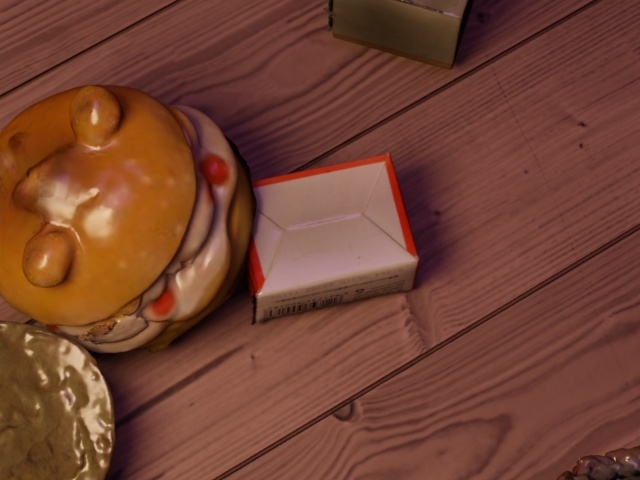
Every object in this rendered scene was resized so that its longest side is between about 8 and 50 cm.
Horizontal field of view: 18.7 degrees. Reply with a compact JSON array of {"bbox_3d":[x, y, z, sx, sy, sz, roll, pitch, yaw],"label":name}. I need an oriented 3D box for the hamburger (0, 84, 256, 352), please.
[{"bbox_3d":[-0.224,-0.029,1.919,0.276,0.237,0.276,-7,74,25],"label":"hamburger"}]

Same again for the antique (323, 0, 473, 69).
[{"bbox_3d":[0.096,-0.286,2.112,0.152,0.148,0.147,17,69,7],"label":"antique"}]

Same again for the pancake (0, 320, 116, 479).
[{"bbox_3d":[-0.300,0.190,1.925,0.241,0.050,0.242,1,95,16],"label":"pancake"}]

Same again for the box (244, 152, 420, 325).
[{"bbox_3d":[0.000,0.000,2.019,0.182,0.099,0.133,-13,67,-8],"label":"box"}]

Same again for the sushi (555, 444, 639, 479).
[{"bbox_3d":[0.317,0.333,1.806,0.236,0.171,0.270,-2,45,-17],"label":"sushi"}]
